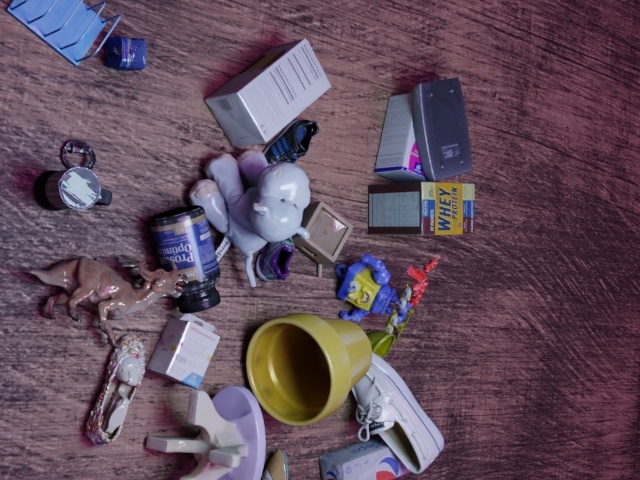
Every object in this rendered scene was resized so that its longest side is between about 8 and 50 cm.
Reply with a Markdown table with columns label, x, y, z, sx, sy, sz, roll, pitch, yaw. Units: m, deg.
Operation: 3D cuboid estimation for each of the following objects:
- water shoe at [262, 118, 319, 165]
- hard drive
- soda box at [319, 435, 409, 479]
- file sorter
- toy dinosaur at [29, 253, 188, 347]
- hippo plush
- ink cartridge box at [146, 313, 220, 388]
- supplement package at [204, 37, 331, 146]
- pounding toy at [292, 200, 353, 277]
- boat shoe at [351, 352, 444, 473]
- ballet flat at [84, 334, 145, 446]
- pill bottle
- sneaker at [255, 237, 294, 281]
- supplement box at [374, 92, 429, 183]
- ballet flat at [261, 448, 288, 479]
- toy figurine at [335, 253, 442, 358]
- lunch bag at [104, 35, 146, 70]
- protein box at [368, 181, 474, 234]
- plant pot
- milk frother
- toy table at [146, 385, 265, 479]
| label | x | y | z | sx | sy | sz | roll | pitch | yaw |
| --- | --- | --- | --- | --- | --- | --- | --- | --- | --- |
| water shoe | -0.079 | -0.216 | 2.041 | 0.073 | 0.080 | 0.203 | 43 | 65 | -31 |
| hard drive | 0.316 | -0.291 | 2.234 | 0.172 | 0.054 | 0.254 | -17 | 102 | -39 |
| soda box | 0.138 | 0.577 | 2.219 | 0.286 | 0.098 | 0.091 | -8 | 96 | -39 |
| file sorter | -0.502 | -0.450 | 1.682 | 0.170 | 0.105 | 0.118 | 40 | 68 | -33 |
| toy dinosaur | -0.443 | 0.089 | 1.734 | 0.296 | 0.127 | 0.200 | 28 | 66 | -23 |
| hippo plush | -0.150 | -0.076 | 1.862 | 0.234 | 0.237 | 0.294 | 26 | 76 | -23 |
| ink cartridge box | -0.297 | 0.238 | 1.866 | 0.092 | 0.090 | 0.143 | 35 | 68 | -34 |
| supplement package | -0.118 | -0.342 | 1.971 | 0.244 | 0.139 | 0.133 | -46 | 118 | -30 |
| pounding toy | 0.000 | 0.000 | 2.112 | 0.141 | 0.100 | 0.130 | 38 | 67 | -21 |
| boat shoe | 0.152 | 0.444 | 2.155 | 0.367 | 0.136 | 0.156 | 53 | 48 | -6 |
| ballet flat | -0.415 | 0.316 | 1.781 | 0.091 | 0.077 | 0.240 | 25 | 74 | -36 |
| pill bottle | -0.287 | 0.041 | 1.850 | 0.123 | 0.123 | 0.219 | -21 | 103 | -37 |
| sneaker | -0.085 | -0.010 | 2.028 | 0.083 | 0.098 | 0.223 | 14 | 82 | -38 |
| supplement box | 0.237 | -0.272 | 2.277 | 0.111 | 0.114 | 0.219 | 18 | 78 | -38 |
| ballet flat | -0.115 | 0.617 | 2.032 | 0.073 | 0.080 | 0.232 | -4 | 92 | -24 |
| toy figurine | 0.132 | 0.136 | 2.193 | 0.191 | 0.217 | 0.362 | -43 | 161 | -45 |
| lunch bag | -0.407 | -0.387 | 1.762 | 0.065 | 0.098 | 0.067 | -4 | 98 | -36 |
| protein box | 0.265 | -0.083 | 2.244 | 0.200 | 0.201 | 0.135 | -1 | 92 | -39 |
| plant pot | -0.006 | 0.286 | 2.018 | 0.239 | 0.254 | 0.253 | -12 | 98 | -53 |
| milk frother | -0.483 | -0.131 | 1.681 | 0.129 | 0.135 | 0.143 | -6 | 94 | -39 |
| toy table | -0.233 | 0.455 | 1.841 | 0.161 | 0.252 | 0.274 | 12 | 71 | -54 |
